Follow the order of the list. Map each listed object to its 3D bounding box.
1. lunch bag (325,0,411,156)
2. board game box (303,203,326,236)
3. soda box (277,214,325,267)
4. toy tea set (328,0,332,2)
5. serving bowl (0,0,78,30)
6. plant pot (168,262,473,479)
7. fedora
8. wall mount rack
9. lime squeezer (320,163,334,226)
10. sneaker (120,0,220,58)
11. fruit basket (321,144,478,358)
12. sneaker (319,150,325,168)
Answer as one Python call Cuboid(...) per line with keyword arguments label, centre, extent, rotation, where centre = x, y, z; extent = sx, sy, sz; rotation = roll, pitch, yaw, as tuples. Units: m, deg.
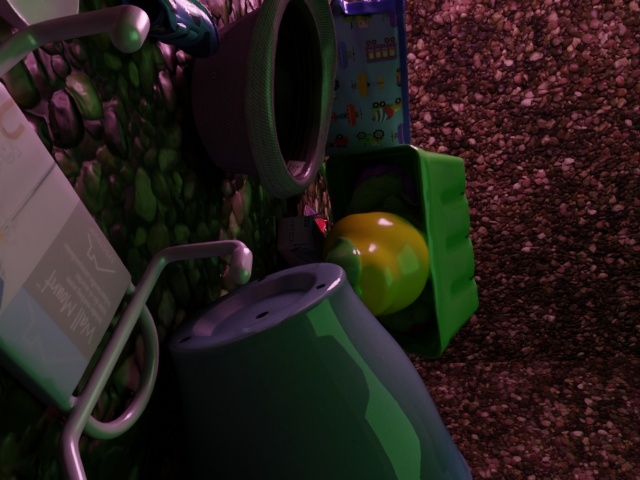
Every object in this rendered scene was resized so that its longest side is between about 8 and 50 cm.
Cuboid(label="lunch bag", centre=(0.044, -0.293, 0.964), extent=(0.293, 0.220, 0.138), rotation=(73, 18, -56))
Cuboid(label="board game box", centre=(0.000, 0.000, 1.137), extent=(0.168, 0.033, 0.133), rotation=(36, 51, -73))
Cuboid(label="soda box", centre=(-0.022, 0.020, 0.964), extent=(0.183, 0.062, 0.058), rotation=(58, 30, -65))
Cuboid(label="toy tea set", centre=(-0.072, -0.463, 0.872), extent=(0.200, 0.124, 0.336), rotation=(59, -2, 37))
Cuboid(label="serving bowl", centre=(-0.192, -0.171, 0.347), extent=(0.083, 0.027, 0.083), rotation=(-3, 90, -77))
Cuboid(label="plant pot", centre=(-0.018, 0.172, 0.543), extent=(0.272, 0.271, 0.255), rotation=(-57, 127, -70))
Cuboid(label="fedora", centre=(-0.072, -0.186, 0.664), extent=(0.244, 0.124, 0.276), rotation=(44, 52, -68))
Cuboid(label="wall mount rack", centre=(-0.139, 0.041, 0.291), extent=(0.304, 0.130, 0.350), rotation=(-80, 160, -44))
Cuboid(label="lime squeezer", centre=(0.041, -0.070, 1.342), extent=(0.110, 0.058, 0.310), rotation=(56, 0, 26))
Cuboid(label="sneaker", centre=(-0.146, -0.211, 0.516), extent=(0.144, 0.053, 0.059), rotation=(39, 47, -62))
Cuboid(label="fruit basket", centre=(0.100, 0.026, 0.943), extent=(0.392, 0.283, 0.392), rotation=(-2, 94, -37))
Cuboid(label="sneaker", centre=(-0.050, -0.229, 0.841), extent=(0.124, 0.107, 0.283), rotation=(-41, 126, -67))
